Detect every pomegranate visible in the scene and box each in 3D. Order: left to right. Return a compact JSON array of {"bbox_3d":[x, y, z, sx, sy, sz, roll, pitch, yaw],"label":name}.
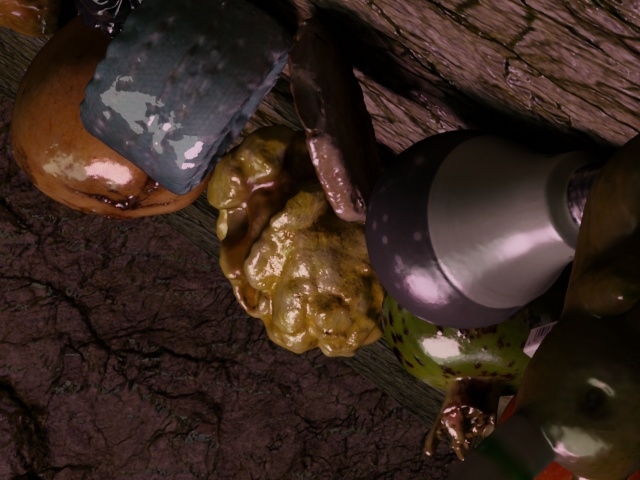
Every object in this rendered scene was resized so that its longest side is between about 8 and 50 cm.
[{"bbox_3d":[-0.217,-0.139,2.157,0.260,0.260,0.260,34,171,6],"label":"pomegranate"},{"bbox_3d":[0.166,0.101,2.053,0.211,0.263,0.211,4,158,2],"label":"pomegranate"}]

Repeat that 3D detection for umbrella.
[{"bbox_3d":[-0.202,-0.277,1.859,0.272,0.110,0.122,81,168,-77],"label":"umbrella"}]

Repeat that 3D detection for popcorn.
[{"bbox_3d":[0.000,0.000,2.167,0.250,0.235,0.242,49,-155,15],"label":"popcorn"}]

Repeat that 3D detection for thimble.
[{"bbox_3d":[-0.125,-0.164,1.893,0.143,0.198,0.235,37,139,-2],"label":"thimble"}]

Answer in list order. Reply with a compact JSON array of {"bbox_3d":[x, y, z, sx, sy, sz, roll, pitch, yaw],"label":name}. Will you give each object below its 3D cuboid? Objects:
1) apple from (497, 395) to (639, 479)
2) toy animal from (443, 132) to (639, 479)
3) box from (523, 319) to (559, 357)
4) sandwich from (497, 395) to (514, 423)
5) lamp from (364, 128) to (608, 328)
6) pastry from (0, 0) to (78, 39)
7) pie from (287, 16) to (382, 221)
[{"bbox_3d":[0.319,0.266,2.171,0.277,0.250,0.309,53,-162,-12],"label":"apple"},{"bbox_3d":[0.231,0.089,1.430,0.181,0.363,0.180,34,158,-21],"label":"toy animal"},{"bbox_3d":[0.323,0.108,1.886,0.139,0.035,0.245,37,147,-18],"label":"box"},{"bbox_3d":[0.295,0.204,2.423,0.227,0.155,0.198,33,169,10],"label":"sandwich"},{"bbox_3d":[0.181,-0.024,1.718,0.314,0.182,0.182,-15,137,40],"label":"lamp"},{"bbox_3d":[-0.367,-0.326,2.193,0.235,0.132,0.240,24,176,15],"label":"pastry"},{"bbox_3d":[0.014,-0.115,1.805,0.046,0.195,0.195,-13,156,11],"label":"pie"}]
